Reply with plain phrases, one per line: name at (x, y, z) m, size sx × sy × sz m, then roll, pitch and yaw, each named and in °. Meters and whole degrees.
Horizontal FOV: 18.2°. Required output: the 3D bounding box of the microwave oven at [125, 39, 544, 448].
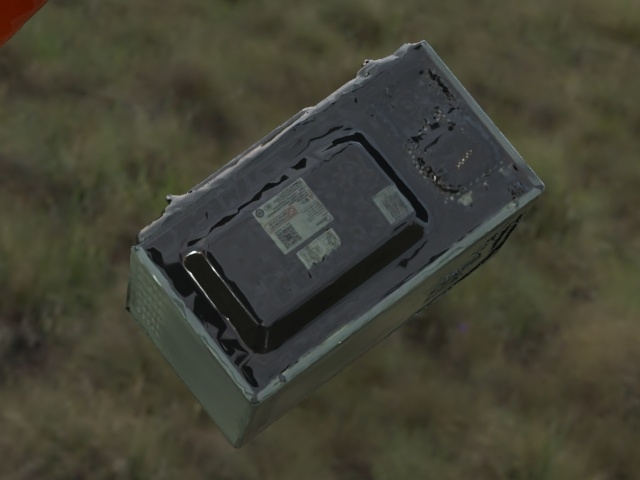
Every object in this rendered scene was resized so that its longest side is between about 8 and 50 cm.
microwave oven at (0.000, 0.000, 1.636) m, size 0.181 × 0.295 × 0.237 m, roll 52°, pitch -14°, yaw 9°

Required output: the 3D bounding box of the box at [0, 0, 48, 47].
box at (-0.204, -0.274, 0.648) m, size 0.348 × 0.319 × 0.257 m, roll 18°, pitch -26°, yaw -25°
